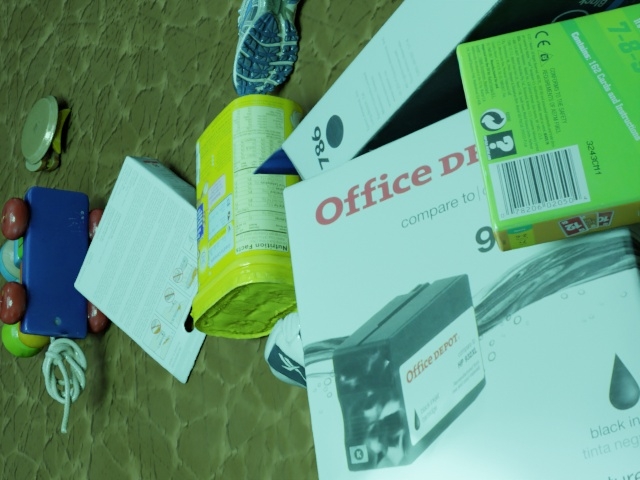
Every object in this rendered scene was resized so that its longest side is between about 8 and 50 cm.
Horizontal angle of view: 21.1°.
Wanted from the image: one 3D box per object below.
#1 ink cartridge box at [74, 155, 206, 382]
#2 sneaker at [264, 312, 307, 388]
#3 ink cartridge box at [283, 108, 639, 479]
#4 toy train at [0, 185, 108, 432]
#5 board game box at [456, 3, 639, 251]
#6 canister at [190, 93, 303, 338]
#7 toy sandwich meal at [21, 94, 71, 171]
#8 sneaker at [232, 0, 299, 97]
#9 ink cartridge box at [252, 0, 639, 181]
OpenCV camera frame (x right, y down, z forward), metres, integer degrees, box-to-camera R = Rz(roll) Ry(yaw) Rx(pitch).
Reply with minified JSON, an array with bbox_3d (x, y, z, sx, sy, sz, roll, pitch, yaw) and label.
[{"bbox_3d":[-0.139,0.024,1.574,0.179,0.045,0.145,36,110,35],"label":"ink cartridge box"},{"bbox_3d":[0.028,0.137,1.219,0.235,0.094,0.153,1,72,46],"label":"sneaker"},{"bbox_3d":[0.114,0.081,1.018,0.223,0.129,0.307,-22,59,26],"label":"ink cartridge box"},{"bbox_3d":[-0.278,0.085,1.698,0.143,0.105,0.248,142,131,-58],"label":"toy train"},{"bbox_3d":[0.213,-0.080,0.947,0.259,0.039,0.124,-13,62,9],"label":"board game box"},{"bbox_3d":[-0.057,-0.020,1.411,0.126,0.073,0.170,-40,46,55],"label":"canister"},{"bbox_3d":[-0.294,-0.114,1.842,0.085,0.029,0.086,-32,50,47],"label":"toy sandwich meal"},{"bbox_3d":[-0.047,-0.186,1.486,0.058,0.052,0.135,6,77,66],"label":"sneaker"},{"bbox_3d":[0.102,-0.098,1.101,0.333,0.165,0.065,-45,53,50],"label":"ink cartridge box"}]
